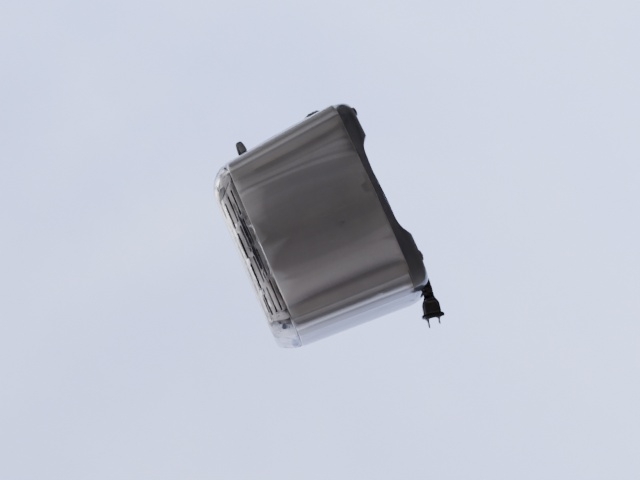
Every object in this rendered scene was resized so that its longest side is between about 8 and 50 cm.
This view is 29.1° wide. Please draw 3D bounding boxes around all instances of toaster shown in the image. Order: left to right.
[{"bbox_3d":[0.000,0.000,1.105,0.146,0.129,0.227,-23,-102,-3],"label":"toaster"}]
